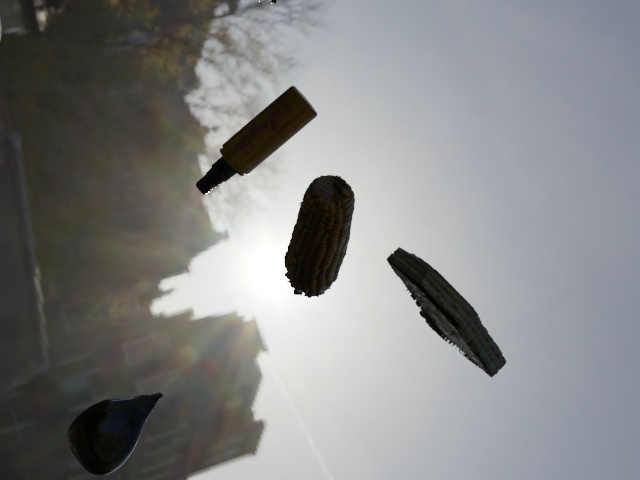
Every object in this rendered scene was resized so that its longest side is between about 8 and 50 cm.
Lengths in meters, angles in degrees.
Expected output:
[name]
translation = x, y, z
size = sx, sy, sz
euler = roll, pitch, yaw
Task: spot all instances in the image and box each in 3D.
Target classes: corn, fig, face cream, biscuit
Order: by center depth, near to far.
[biscuit]
translation = 0.203, 0.112, 1.733
size = 0.150, 0.052, 0.252
euler = 39, -8, 42
[fig]
translation = -0.347, 0.310, 1.844
size = 0.117, 0.177, 0.117
euler = 42, -11, 11
[corn]
translation = 0.000, 0.000, 1.976
size = 0.318, 0.115, 0.115
euler = 106, -37, -56
[face cream]
translation = -0.132, -0.186, 2.114
size = 0.078, 0.273, 0.078
euler = 50, 8, -9

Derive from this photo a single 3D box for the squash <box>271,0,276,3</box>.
[squash]
translation = -0.233, -0.569, 2.245
size = 0.087, 0.331, 0.087
euler = -44, -147, 38
